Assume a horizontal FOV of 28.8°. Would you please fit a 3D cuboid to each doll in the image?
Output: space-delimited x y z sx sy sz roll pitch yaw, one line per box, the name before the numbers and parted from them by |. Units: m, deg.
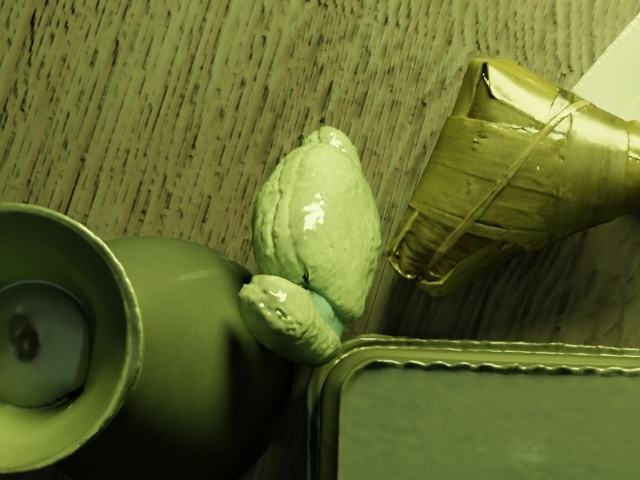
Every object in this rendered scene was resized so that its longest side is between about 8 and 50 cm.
doll | 0.000 0.000 0.766 0.071 0.214 0.103 -21 119 22

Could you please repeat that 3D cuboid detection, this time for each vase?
vase | -0.122 0.064 0.689 0.173 0.321 0.173 -1 81 7

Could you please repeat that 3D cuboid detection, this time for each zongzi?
zongzi | 0.143 -0.013 0.778 0.176 0.078 0.160 29 107 15

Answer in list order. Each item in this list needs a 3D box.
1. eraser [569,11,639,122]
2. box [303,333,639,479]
eraser | 0.273 -0.051 0.795 0.225 0.052 0.095 42 90 11
box | 0.119 0.118 0.726 0.274 0.178 0.138 -1 81 6
